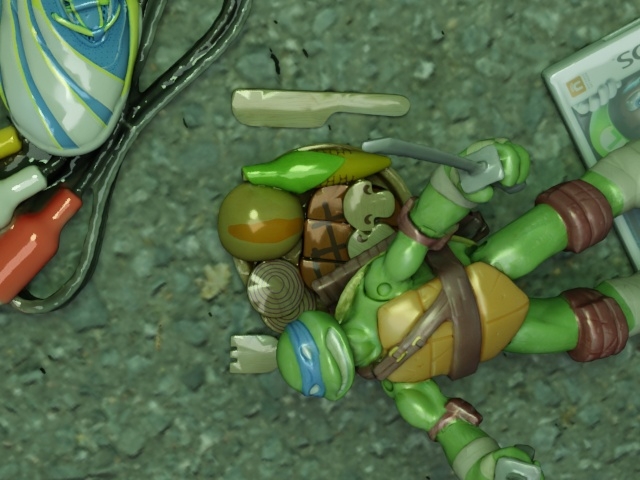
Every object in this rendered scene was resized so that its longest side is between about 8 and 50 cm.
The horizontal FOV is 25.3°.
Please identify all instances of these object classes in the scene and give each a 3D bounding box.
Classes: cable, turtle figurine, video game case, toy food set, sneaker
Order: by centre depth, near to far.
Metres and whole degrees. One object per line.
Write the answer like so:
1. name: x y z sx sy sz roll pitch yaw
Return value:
1. sneaker: -0.147 -0.168 0.778 0.091 0.126 0.240 -2 90 -3
2. turtle figurine: 0.125 0.044 0.819 0.266 0.274 0.198 -20 77 -24
3. cable: -0.139 -0.056 0.865 0.287 0.072 0.139 -38 103 5
4. toy food set: 0.000 0.000 0.916 0.132 0.038 0.192 -1 107 -6
5. video game case: 0.261 -0.068 0.936 0.173 0.022 0.190 -28 108 3
